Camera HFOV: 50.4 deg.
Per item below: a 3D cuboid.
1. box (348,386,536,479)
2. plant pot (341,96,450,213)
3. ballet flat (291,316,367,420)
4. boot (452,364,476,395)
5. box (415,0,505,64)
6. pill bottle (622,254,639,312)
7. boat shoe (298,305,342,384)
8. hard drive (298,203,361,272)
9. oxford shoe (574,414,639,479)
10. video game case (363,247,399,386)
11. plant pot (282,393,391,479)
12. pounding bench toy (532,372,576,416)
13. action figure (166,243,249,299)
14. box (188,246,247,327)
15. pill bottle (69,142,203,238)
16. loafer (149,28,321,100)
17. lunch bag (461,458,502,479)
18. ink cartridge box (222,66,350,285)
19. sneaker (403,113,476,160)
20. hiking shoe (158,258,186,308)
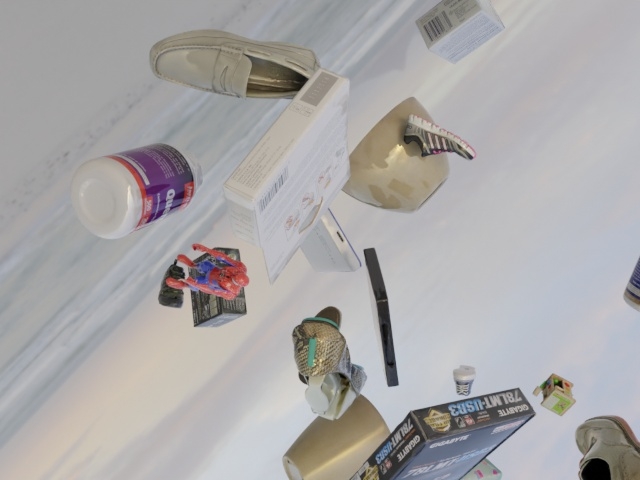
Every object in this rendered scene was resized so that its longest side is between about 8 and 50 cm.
[{"bbox_3d":[0.226,0.410,1.319,0.295,0.073,0.293,-2,139,-36],"label":"box"},{"bbox_3d":[0.199,-0.175,1.635,0.284,0.191,0.284,-45,173,-7],"label":"plant pot"},{"bbox_3d":[0.015,0.348,1.695,0.483,0.164,0.182,67,28,-62],"label":"ballet flat"},{"bbox_3d":[0.435,0.431,2.052,0.190,0.069,0.086,10,87,-69],"label":"boot"},{"bbox_3d":[0.279,-0.428,1.352,0.126,0.072,0.137,-32,163,29],"label":"box"},{"bbox_3d":[0.852,0.052,1.642,0.153,0.153,0.265,-67,172,-71],"label":"pill bottle"},{"bbox_3d":[0.001,0.367,2.453,0.307,0.110,0.104,-67,165,13],"label":"boat shoe"},{"bbox_3d":[0.000,0.000,2.040,0.040,0.210,0.318,-33,-172,-18],"label":"hard drive"},{"bbox_3d":[0.627,0.479,1.502,0.146,0.140,0.397,-10,176,0],"label":"oxford shoe"},{"bbox_3d":[0.153,0.187,1.718,0.035,0.248,0.275,-9,-154,1],"label":"video game case"},{"bbox_3d":[0.035,0.615,1.987,0.274,0.256,0.256,-23,175,-28],"label":"plant pot"},{"bbox_3d":[0.491,0.318,1.448,0.052,0.083,0.065,-60,-178,31],"label":"pounding bench toy"},{"bbox_3d":[-0.253,0.060,1.390,0.280,0.139,0.091,3,-112,49],"label":"action figure"},{"bbox_3d":[-0.273,0.125,1.784,0.077,0.180,0.147,6,156,-40],"label":"box"},{"bbox_3d":[-0.412,-0.127,1.592,0.181,0.181,0.323,-42,176,29],"label":"pill bottle"},{"bbox_3d":[-0.152,-0.317,1.255,0.111,0.319,0.112,-103,-164,-46],"label":"loafer"},{"bbox_3d":[0.422,0.758,2.247,0.262,0.223,0.160,36,-61,55],"label":"lunch bag"},{"bbox_3d":[-0.045,-0.106,1.181,0.296,0.066,0.261,-55,160,-27],"label":"ink cartridge box"},{"bbox_3d":[0.254,-0.208,1.481,0.075,0.170,0.063,-63,174,14],"label":"sneaker"},{"bbox_3d":[-0.499,0.145,2.292,0.227,0.086,0.114,-128,-130,-61],"label":"hiking shoe"}]
